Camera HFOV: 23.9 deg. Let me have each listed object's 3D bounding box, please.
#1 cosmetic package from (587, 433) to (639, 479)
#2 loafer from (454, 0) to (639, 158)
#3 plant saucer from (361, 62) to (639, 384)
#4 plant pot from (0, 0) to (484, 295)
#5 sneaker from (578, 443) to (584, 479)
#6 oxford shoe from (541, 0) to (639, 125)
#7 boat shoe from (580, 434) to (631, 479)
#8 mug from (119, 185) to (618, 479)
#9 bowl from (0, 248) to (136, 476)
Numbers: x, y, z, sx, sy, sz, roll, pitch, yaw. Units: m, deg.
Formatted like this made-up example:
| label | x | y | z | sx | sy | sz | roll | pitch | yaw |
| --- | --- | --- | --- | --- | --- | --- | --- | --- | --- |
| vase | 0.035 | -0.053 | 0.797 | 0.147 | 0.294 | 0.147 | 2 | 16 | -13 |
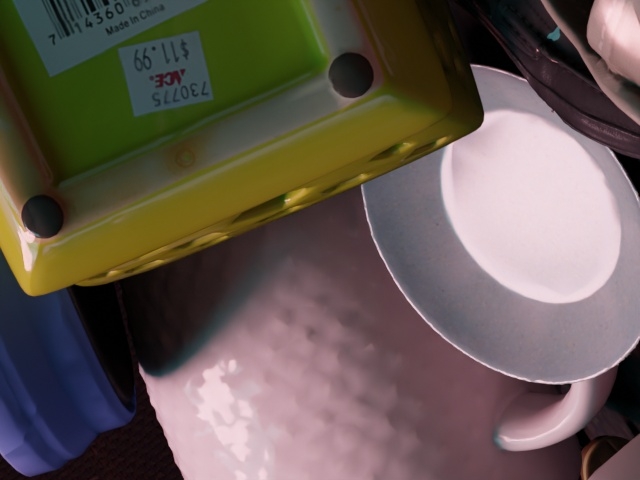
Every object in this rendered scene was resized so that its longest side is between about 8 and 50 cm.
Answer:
| label | x | y | z | sx | sy | sz | roll | pitch | yaw |
| --- | --- | --- | --- | --- | --- | --- | --- | --- | --- |
| cosmetic package | 0.301 | 0.244 | 0.567 | 0.453 | 0.161 | 0.230 | 58 | 171 | -26 |
| loafer | 0.095 | -0.101 | 0.587 | 0.078 | 0.076 | 0.223 | 50 | 180 | -42 |
| plant saucer | 0.108 | -0.013 | 0.840 | 0.195 | 0.037 | 0.195 | 24 | 130 | 32 |
| plant pot | -0.066 | -0.108 | 0.677 | 0.207 | 0.228 | 0.227 | -49 | -64 | -82 |
| sneaker | 0.175 | 0.227 | 1.340 | 0.182 | 0.127 | 0.315 | 50 | 170 | 37 |
| oxford shoe | 0.153 | -0.039 | 0.352 | 0.449 | 0.130 | 0.169 | 49 | 169 | 22 |
| boat shoe | 0.243 | 0.217 | 1.132 | 0.178 | 0.064 | 0.060 | 53 | 171 | -15 |
| mug | 0.036 | 0.049 | 1.039 | 0.374 | 0.276 | 0.328 | -6 | 112 | 46 |
| bowl | -0.205 | -0.049 | 0.954 | 0.391 | 0.077 | 0.391 | 162 | 90 | -86 |
